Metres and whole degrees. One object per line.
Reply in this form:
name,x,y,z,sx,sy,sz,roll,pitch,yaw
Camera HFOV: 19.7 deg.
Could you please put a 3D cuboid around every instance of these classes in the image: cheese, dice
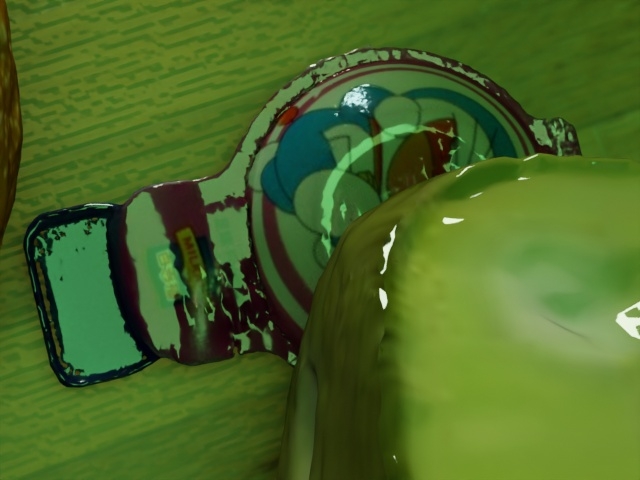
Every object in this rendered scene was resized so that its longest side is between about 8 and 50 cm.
cheese,0.000,0.000,0.781,0.244,0.062,0.155,-12,88,-9
dice,0.110,0.123,0.666,0.238,0.227,0.233,6,53,-8

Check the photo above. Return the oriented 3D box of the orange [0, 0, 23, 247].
orange,-0.271,-0.053,0.622,0.340,0.293,0.340,2,74,-8
